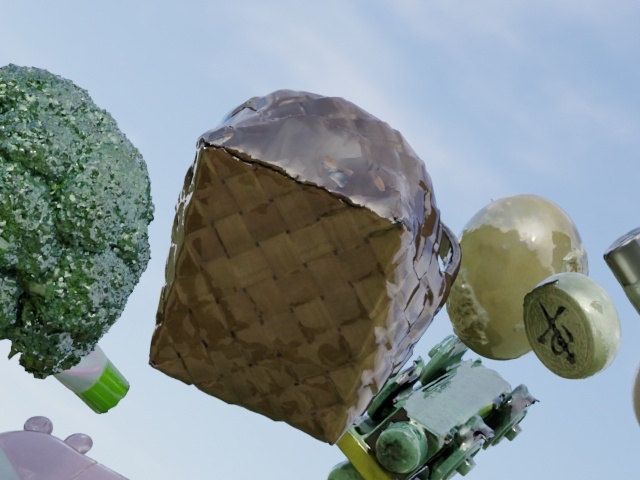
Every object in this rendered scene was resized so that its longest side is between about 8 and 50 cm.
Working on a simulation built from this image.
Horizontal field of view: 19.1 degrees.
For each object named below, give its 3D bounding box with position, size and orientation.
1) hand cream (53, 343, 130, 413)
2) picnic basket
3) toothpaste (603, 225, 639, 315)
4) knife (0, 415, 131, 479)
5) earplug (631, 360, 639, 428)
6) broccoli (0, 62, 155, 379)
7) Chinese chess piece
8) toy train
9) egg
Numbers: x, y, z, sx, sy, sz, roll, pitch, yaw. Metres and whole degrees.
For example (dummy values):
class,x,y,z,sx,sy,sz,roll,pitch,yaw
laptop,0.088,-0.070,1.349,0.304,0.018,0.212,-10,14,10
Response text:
class,x,y,z,sx,sy,sz,roll,pitch,yaw
hand cream,-0.300,0.069,1.948,0.275,0.050,0.079,50,10,-24
picnic basket,0.000,0.000,1.948,0.293,0.337,0.337,23,-22,13
toothpaste,0.269,0.096,1.261,0.239,0.062,0.039,55,6,-4
knife,-0.152,0.264,1.711,0.398,0.132,0.038,23,-53,25
earplug,0.490,0.225,2.512,0.172,0.172,0.301,29,-14,34
broccoli,-0.258,-0.009,1.546,0.270,0.270,0.270,-15,-44,17
Chinese chess piece,0.193,0.066,1.459,0.084,0.034,0.084,30,-51,44
toy train,0.110,0.239,2.258,0.150,0.237,0.369,49,20,10
egg,0.221,0.044,2.156,0.164,0.164,0.202,33,-62,26
